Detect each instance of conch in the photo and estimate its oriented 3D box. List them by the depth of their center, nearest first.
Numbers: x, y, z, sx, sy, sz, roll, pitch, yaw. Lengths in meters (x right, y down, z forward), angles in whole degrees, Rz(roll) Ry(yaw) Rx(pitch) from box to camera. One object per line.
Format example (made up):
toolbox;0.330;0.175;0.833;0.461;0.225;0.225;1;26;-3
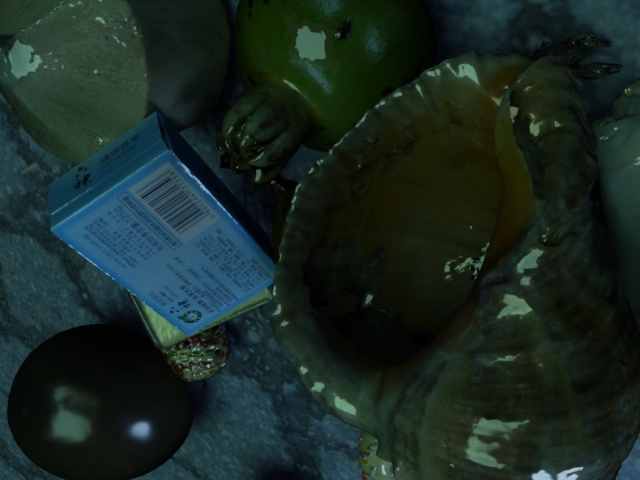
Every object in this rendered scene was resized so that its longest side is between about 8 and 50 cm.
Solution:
conch;0.116;0.040;0.512;0.297;0.210;0.353;13;84;22

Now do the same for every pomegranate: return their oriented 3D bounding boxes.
pomegranate;-0.002;-0.152;0.553;0.202;0.248;0.202;31;156;15

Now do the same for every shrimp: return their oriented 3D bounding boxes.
shrimp;0.212;-0.158;0.538;0.092;0.029;0.038;3;105;28

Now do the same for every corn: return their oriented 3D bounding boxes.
corn;-0.224;0.068;0.902;0.098;0.098;0.290;-21;95;39

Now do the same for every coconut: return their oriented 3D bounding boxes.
coconut;-0.242;-0.209;0.682;0.239;0.244;0.239;16;121;28

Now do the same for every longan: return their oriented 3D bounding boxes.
longan;-0.349;0.261;0.992;0.300;0.243;0.300;30;162;11

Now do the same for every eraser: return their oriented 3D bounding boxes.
eraser;-0.159;0.056;0.819;0.172;0.058;0.117;-25;98;4

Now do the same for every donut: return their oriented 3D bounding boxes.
donut;0.102;0.262;0.787;0.108;0.065;0.166;53;130;2

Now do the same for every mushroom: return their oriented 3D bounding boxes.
mushroom;0.265;-0.010;0.526;0.099;0.096;0.278;43;146;44

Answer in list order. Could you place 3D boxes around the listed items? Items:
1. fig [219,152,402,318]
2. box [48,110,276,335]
fig;0.000;-0.001;0.670;0.274;0.146;0.170;46;130;-12
box;-0.159;-0.008;0.678;0.142;0.232;0.083;-33;47;5
